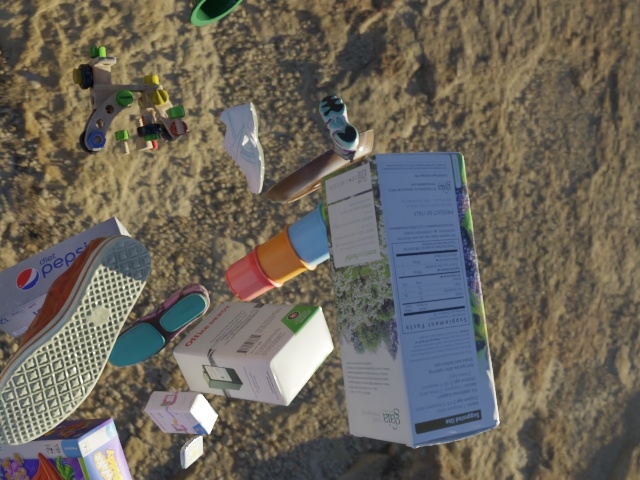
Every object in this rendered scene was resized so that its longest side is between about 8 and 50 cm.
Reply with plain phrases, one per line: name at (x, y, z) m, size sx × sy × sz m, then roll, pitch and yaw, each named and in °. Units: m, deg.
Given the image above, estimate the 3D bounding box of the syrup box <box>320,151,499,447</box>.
syrup box at (0.074, 0.049, 0.624) m, size 0.096 × 0.093 × 0.237 m, roll -5°, pitch 84°, yaw -30°

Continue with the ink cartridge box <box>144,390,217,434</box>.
ink cartridge box at (-0.294, 0.363, 1.520) m, size 0.088 × 0.122 × 0.052 m, roll 63°, pitch 35°, yaw -37°

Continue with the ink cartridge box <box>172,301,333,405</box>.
ink cartridge box at (-0.151, 0.244, 1.624) m, size 0.211 × 0.289 × 0.122 m, roll -45°, pitch 124°, yaw -45°

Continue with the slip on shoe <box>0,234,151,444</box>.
slip on shoe at (-0.363, 0.135, 1.029) m, size 0.123 × 0.101 × 0.331 m, roll 40°, pitch 71°, yaw -38°

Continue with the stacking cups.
stacking cups at (0.000, 0.000, 1.086) m, size 0.316 × 0.096 × 0.096 m, roll -34°, pitch 126°, yaw 19°

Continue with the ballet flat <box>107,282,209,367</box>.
ballet flat at (-0.304, 0.157, 1.363) m, size 0.221 × 0.079 × 0.077 m, roll -37°, pitch 109°, yaw -2°

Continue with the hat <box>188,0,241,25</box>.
hat at (-0.287, -0.633, 1.717) m, size 0.173 × 0.208 × 0.184 m, roll -33°, pitch 89°, yaw -19°

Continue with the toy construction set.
toy construction set at (-0.457, -0.337, 1.721) m, size 0.257 × 0.309 × 0.237 m, roll -12°, pitch 95°, yaw -6°

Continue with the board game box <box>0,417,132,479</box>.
board game box at (-0.463, 0.431, 1.225) m, size 0.078 × 0.347 × 0.233 m, roll -26°, pitch 102°, yaw -58°

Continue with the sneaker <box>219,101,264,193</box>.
sneaker at (-0.127, -0.150, 1.194) m, size 0.061 × 0.054 × 0.152 m, roll -8°, pitch 110°, yaw 2°

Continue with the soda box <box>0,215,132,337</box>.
soda box at (-0.494, 0.070, 1.394) m, size 0.286 × 0.098 × 0.091 m, roll -27°, pitch 150°, yaw -5°

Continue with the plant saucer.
plant saucer at (0.006, -0.169, 1.757) m, size 0.310 × 0.310 × 0.050 m, roll -29°, pitch 89°, yaw -29°

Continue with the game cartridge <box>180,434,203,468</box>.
game cartridge at (-0.313, 0.511, 1.761) m, size 0.083 × 0.017 × 0.056 m, roll -30°, pitch 119°, yaw -63°

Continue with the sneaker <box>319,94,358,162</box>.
sneaker at (0.025, -0.151, 1.018) m, size 0.038 × 0.098 × 0.069 m, roll -16°, pitch 149°, yaw -6°
